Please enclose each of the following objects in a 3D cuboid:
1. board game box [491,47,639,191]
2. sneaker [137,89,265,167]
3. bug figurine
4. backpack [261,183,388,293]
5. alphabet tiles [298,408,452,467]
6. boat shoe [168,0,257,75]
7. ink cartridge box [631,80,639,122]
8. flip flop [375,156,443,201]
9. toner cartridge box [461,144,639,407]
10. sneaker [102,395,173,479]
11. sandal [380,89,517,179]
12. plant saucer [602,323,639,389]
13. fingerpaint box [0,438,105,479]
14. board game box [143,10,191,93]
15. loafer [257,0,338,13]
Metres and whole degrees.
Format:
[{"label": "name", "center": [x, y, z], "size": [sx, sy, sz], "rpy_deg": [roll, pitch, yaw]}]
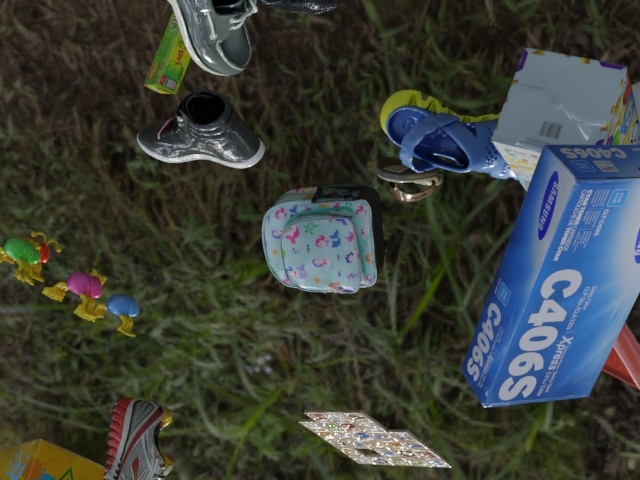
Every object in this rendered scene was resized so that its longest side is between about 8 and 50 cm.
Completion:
[{"label": "board game box", "center": [0.364, -0.147, 1.316], "size": [0.144, 0.142, 0.275], "rpy_deg": [18, 174, 26]}, {"label": "sneaker", "center": [-0.255, -0.226, 1.753], "size": [0.295, 0.105, 0.147], "rpy_deg": [10, 148, 31]}, {"label": "bug figurine", "center": [-0.419, 0.057, 1.505], "size": [0.279, 0.072, 0.216], "rpy_deg": [30, 175, 8]}, {"label": "backpack", "center": [0.000, 0.000, 1.969], "size": [0.253, 0.191, 0.225], "rpy_deg": [3, 115, 20]}, {"label": "alphabet tiles", "center": [0.084, 0.338, 1.555], "size": [0.198, 0.009, 0.237], "rpy_deg": [-7, 144, 37]}, {"label": "boat shoe", "center": [-0.149, -0.345, 1.358], "size": [0.099, 0.116, 0.319], "rpy_deg": [9, 157, 18]}, {"label": "ink cartridge box", "center": [0.573, -0.106, 1.554], "size": [0.197, 0.198, 0.270], "rpy_deg": [-26, 129, 25]}, {"label": "flip flop", "center": [0.185, -0.119, 1.881], "size": [0.112, 0.080, 0.277], "rpy_deg": [17, -175, 16]}, {"label": "toner cartridge box", "center": [0.302, 0.051, 1.115], "size": [0.165, 0.075, 0.348], "rpy_deg": [-3, 127, -21]}, {"label": "sneaker", "center": [-0.254, 0.331, 1.275], "size": [0.092, 0.225, 0.088], "rpy_deg": [5, 160, -4]}, {"label": "sandal", "center": [0.250, -0.151, 1.519], "size": [0.317, 0.138, 0.126], "rpy_deg": [9, 125, 4]}, {"label": "plant saucer", "center": [0.662, 0.232, 2.135], "size": [0.258, 0.047, 0.259], "rpy_deg": [56, 176, -11]}, {"label": "fingerpaint box", "center": [-0.621, 0.581, 1.637], "size": [0.444, 0.371, 0.163], "rpy_deg": [-19, 137, 36]}, {"label": "board game box", "center": [-0.290, -0.386, 1.836], "size": [0.043, 0.181, 0.092], "rpy_deg": [23, 178, -30]}, {"label": "loafer", "center": [-0.057, -0.455, 1.687], "size": [0.078, 0.076, 0.223], "rpy_deg": [14, -171, -45]}]
